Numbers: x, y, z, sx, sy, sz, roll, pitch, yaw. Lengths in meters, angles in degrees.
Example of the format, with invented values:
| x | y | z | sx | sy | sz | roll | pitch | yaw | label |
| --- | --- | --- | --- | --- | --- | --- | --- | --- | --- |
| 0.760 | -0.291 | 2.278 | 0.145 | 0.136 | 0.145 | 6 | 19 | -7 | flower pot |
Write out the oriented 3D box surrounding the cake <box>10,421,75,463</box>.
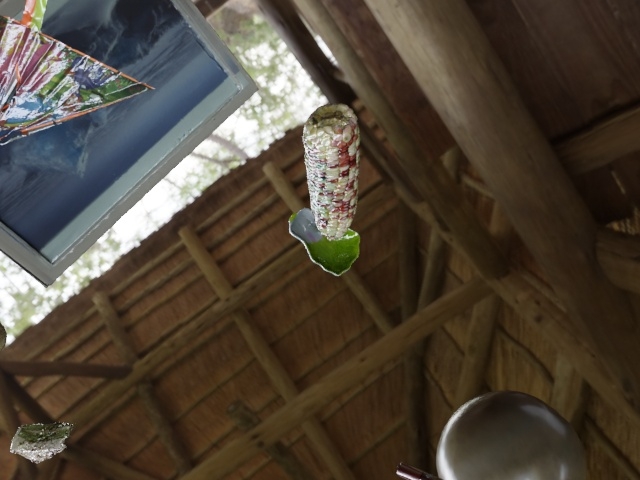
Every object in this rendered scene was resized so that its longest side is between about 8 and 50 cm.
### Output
| x | y | z | sx | sy | sz | roll | pitch | yaw | label |
| --- | --- | --- | --- | --- | --- | --- | --- | --- | --- |
| -0.416 | 0.312 | 1.039 | 0.140 | 0.055 | 0.051 | -13 | -136 | 35 | cake |

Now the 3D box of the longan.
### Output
| x | y | z | sx | sy | sz | roll | pitch | yaw | label |
| --- | --- | --- | --- | --- | --- | --- | --- | --- | --- |
| 0.401 | 0.465 | 1.418 | 0.319 | 0.319 | 0.319 | -34 | -162 | 13 | longan |

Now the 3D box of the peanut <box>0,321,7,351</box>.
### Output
| x | y | z | sx | sy | sz | roll | pitch | yaw | label |
| --- | --- | --- | --- | --- | --- | --- | --- | --- | --- |
| -0.519 | 0.109 | 0.907 | 0.099 | 0.214 | 0.099 | -20 | -135 | 22 | peanut |

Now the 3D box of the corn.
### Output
| x | y | z | sx | sy | sz | roll | pitch | yaw | label |
| --- | --- | --- | --- | --- | --- | --- | --- | --- | --- |
| 0.021 | -0.098 | 1.039 | 0.086 | 0.253 | 0.086 | -2 | -130 | 2 | corn |

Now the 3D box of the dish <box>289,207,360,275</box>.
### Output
| x | y | z | sx | sy | sz | roll | pitch | yaw | label |
| --- | --- | --- | --- | --- | --- | --- | --- | --- | --- |
| 0.000 | 0.000 | 1.175 | 0.091 | 0.137 | 0.039 | -58 | -170 | -20 | dish |

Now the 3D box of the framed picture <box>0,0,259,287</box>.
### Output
| x | y | z | sx | sy | sz | roll | pitch | yaw | label |
| --- | --- | --- | --- | --- | --- | --- | --- | --- | --- |
| -0.340 | -0.188 | 0.943 | 0.446 | 0.326 | 0.028 | -45 | -145 | -7 | framed picture |

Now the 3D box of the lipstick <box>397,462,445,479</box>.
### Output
| x | y | z | sx | sy | sz | roll | pitch | yaw | label |
| --- | --- | --- | --- | --- | --- | --- | --- | --- | --- |
| 0.188 | 0.401 | 1.113 | 0.027 | 0.027 | 0.176 | -46 | -161 | -23 | lipstick |

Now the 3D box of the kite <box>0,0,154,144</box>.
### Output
| x | y | z | sx | sy | sz | roll | pitch | yaw | label |
| --- | --- | --- | --- | --- | --- | --- | --- | --- | --- |
| -0.285 | -0.172 | 0.655 | 0.183 | 0.241 | 0.014 | -66 | -154 | 13 | kite |
